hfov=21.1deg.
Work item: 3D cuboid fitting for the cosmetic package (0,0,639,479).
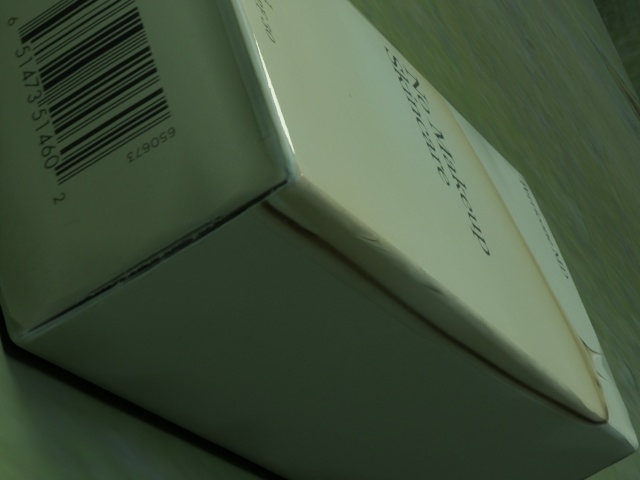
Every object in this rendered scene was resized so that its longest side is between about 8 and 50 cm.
[{"bbox_3d":[0.000,0.000,0.662,0.309,0.113,0.160,35,30,-55],"label":"cosmetic package"}]
